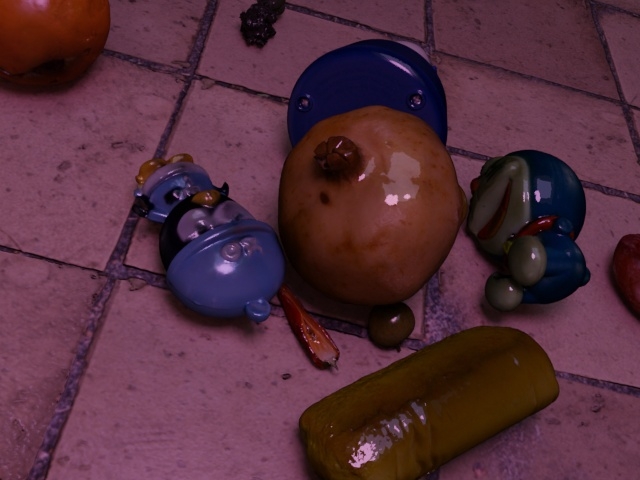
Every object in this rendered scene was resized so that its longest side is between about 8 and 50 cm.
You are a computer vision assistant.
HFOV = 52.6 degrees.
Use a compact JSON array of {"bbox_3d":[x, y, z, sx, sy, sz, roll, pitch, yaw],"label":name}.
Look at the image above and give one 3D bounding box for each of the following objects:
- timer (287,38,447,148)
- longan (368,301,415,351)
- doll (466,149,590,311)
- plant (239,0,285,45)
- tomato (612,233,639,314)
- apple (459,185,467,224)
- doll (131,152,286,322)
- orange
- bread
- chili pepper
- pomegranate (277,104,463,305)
[{"bbox_3d":[0.124,-0.266,1.195,0.270,0.270,0.383,27,36,4],"label":"timer"},{"bbox_3d":[0.109,0.130,0.978,0.075,0.075,0.083,-30,108,-34],"label":"longan"},{"bbox_3d":[0.349,-0.023,1.082,0.186,0.198,0.322,10,52,-11],"label":"doll"},{"bbox_3d":[-0.120,-0.475,1.363,0.085,0.087,0.174,40,50,-25],"label":"plant"},{"bbox_3d":[0.625,0.084,1.132,0.200,0.140,0.233,-1,19,-27],"label":"tomato"},{"bbox_3d":[0.199,-0.060,1.128,0.114,0.099,0.102,21,52,-6],"label":"apple"},{"bbox_3d":[-0.160,-0.004,0.940,0.177,0.141,0.314,-19,58,-34],"label":"doll"},{"bbox_3d":[-0.474,-0.375,1.065,0.246,0.246,0.246,9,51,-11],"label":"orange"},{"bbox_3d":[0.151,0.207,0.863,0.383,0.112,0.166,-17,28,-29],"label":"bread"},{"bbox_3d":[-0.025,0.124,0.956,0.045,0.027,0.178,-19,62,-34],"label":"chili pepper"},{"bbox_3d":[0.068,-0.042,0.941,0.307,0.307,0.307,9,51,-11],"label":"pomegranate"}]
